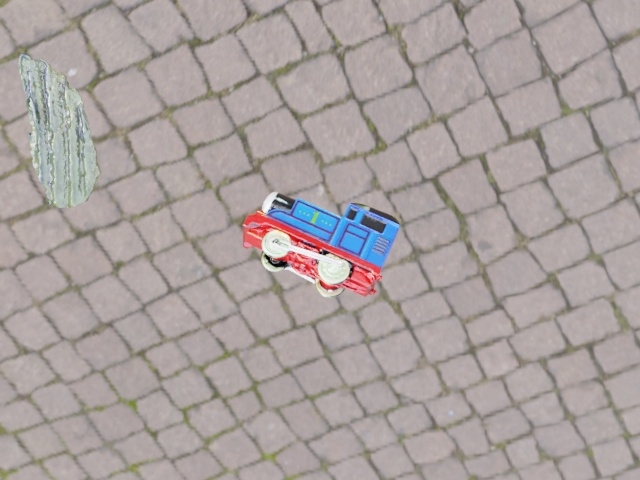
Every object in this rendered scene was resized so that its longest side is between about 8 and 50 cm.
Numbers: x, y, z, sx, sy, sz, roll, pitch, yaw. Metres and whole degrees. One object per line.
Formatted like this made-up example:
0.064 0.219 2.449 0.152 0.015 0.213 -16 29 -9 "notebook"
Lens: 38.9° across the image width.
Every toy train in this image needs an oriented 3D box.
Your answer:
0.000 0.000 1.282 0.204 0.131 0.083 24 157 5 "toy train"

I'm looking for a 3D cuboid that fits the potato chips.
-0.336 -0.141 1.174 0.092 0.028 0.207 -2 107 5 "potato chips"
